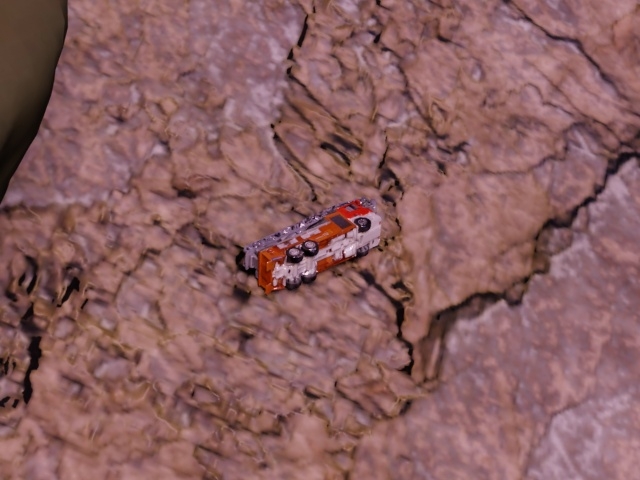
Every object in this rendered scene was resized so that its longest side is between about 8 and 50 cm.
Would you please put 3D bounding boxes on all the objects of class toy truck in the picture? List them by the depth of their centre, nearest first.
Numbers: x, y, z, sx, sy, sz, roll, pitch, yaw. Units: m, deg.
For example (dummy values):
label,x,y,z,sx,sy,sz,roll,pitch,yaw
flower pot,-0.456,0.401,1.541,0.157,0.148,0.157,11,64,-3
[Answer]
label,x,y,z,sx,sy,sz,roll,pitch,yaw
toy truck,0.000,0.000,0.752,0.083,0.024,0.032,-24,42,-30

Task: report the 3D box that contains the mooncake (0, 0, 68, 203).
label,x,y,z,sx,sy,sz,roll,pitch,yaw
mooncake,-0.284,-0.086,0.564,0.356,0.194,0.356,15,52,-20
